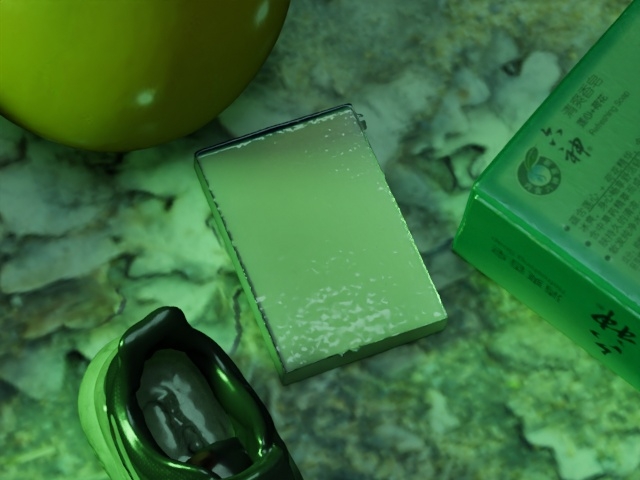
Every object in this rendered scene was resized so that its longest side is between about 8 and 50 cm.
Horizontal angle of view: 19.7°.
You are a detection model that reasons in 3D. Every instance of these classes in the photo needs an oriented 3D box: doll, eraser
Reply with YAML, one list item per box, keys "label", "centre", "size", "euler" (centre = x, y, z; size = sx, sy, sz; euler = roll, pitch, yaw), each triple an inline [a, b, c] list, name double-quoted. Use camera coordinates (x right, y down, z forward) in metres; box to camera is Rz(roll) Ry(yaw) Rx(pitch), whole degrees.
- label: "doll"
  centre: [-0.113, -0.165, 1.019]
  size: [0.213, 0.236, 0.213]
  euler: [2, 67, -5]
- label: "eraser"
  centre: [0.000, 0.000, 1.069]
  size: [0.103, 0.023, 0.150]
  euler: [-18, 68, -12]

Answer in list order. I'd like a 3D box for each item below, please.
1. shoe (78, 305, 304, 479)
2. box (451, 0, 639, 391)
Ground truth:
- label: "shoe"
  centre: [-0.051, 0.131, 0.955]
  size: [0.099, 0.112, 0.227]
  euler: [-28, 69, -18]
- label: "box"
  centre: [0.209, -0.051, 1.073]
  size: [0.153, 0.092, 0.245]
  euler: [38, 69, 12]
